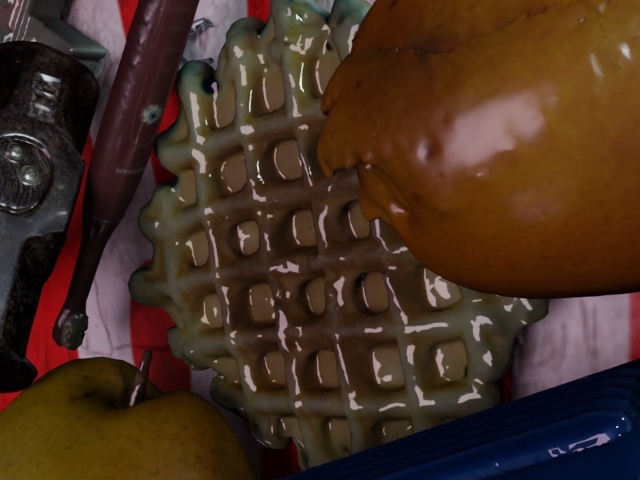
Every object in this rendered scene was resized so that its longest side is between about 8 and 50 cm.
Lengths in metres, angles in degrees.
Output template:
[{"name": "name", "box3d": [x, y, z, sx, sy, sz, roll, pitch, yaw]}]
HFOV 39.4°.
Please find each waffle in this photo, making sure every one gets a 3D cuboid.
[{"name": "waffle", "box3d": [0.000, 0.000, 0.568, 0.309, 0.056, 0.291, 39, 116, 30]}]

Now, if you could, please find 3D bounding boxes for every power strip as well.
[{"name": "power strip", "box3d": [-0.239, -0.171, 0.738, 0.145, 0.061, 0.215, 36, 114, 21]}]

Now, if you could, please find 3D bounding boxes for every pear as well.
[{"name": "pear", "box3d": [-0.160, 0.252, 0.574, 0.285, 0.285, 0.336, -19, 85, 36]}]

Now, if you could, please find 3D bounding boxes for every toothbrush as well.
[{"name": "toothbrush", "box3d": [-0.136, -0.068, 0.619, 0.041, 0.041, 0.364, 38, 119, 28]}]

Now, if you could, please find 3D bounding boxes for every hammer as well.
[{"name": "hammer", "box3d": [-0.309, 0.029, 0.730, 0.409, 0.095, 0.242, -30, 48, 48]}]

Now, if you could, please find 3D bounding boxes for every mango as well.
[{"name": "mango", "box3d": [0.142, -0.069, 0.367, 0.287, 0.201, 0.152, -15, 117, 14]}]

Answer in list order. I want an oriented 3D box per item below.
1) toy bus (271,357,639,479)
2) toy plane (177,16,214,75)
[{"name": "toy bus", "box3d": [0.077, 0.180, 0.434, 0.288, 0.138, 0.175, -28, 92, 32]}, {"name": "toy plane", "box3d": [-0.114, -0.135, 0.658, 0.083, 0.031, 0.078, 38, 99, 26]}]
